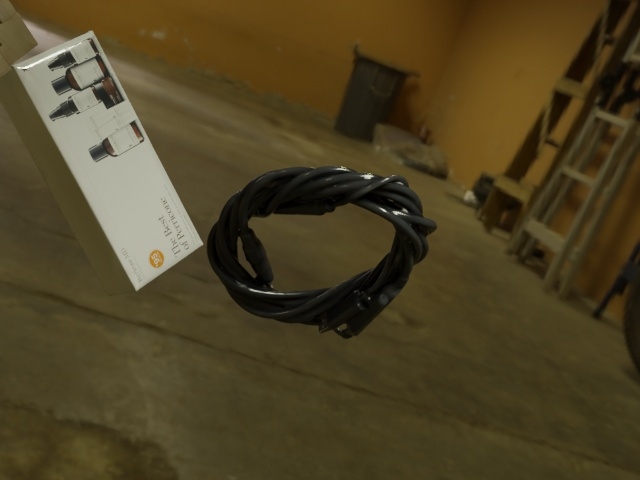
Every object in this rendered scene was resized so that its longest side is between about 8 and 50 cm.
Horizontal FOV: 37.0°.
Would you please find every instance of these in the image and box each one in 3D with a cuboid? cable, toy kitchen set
[{"bbox_3d":[0.000,0.000,0.718,0.150,0.184,0.047,29,45,-10],"label":"cable"},{"bbox_3d":[-0.298,-0.169,0.788,0.068,0.083,0.075,18,-34,44],"label":"toy kitchen set"}]

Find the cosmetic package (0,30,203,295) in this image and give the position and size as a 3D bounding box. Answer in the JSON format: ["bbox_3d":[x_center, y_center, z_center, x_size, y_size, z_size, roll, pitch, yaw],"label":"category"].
[{"bbox_3d":[-0.215,-0.073,0.935,0.060,0.239,0.099,-9,23,49],"label":"cosmetic package"}]
